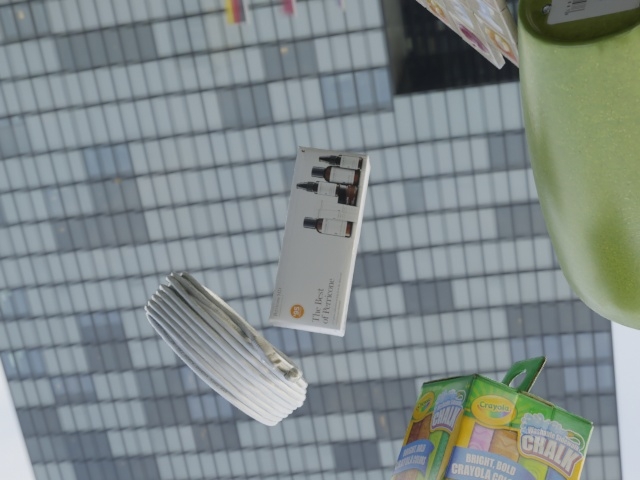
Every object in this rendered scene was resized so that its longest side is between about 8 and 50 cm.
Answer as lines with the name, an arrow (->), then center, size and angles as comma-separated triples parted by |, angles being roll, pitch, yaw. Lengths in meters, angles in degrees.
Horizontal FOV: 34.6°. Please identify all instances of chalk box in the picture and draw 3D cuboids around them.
chalk box -> 0.157, 0.205, 0.968 | 0.132, 0.213, 0.132 | 23, 161, -10

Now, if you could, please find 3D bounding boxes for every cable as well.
cable -> -0.128, 0.149, 1.416 | 0.257, 0.257, 0.089 | 39, -95, 20

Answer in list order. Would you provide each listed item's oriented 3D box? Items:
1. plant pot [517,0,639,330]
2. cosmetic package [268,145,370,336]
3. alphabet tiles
plant pot -> 0.283, -0.111, 0.874 | 0.274, 0.293, 0.275 | -20, -135, 22
cosmetic package -> 0.000, 0.000, 1.362 | 0.099, 0.239, 0.060 | 7, 168, 8
alphabet tiles -> 0.065, -0.278, 0.905 | 0.011, 0.342, 0.285 | -45, -119, 3
